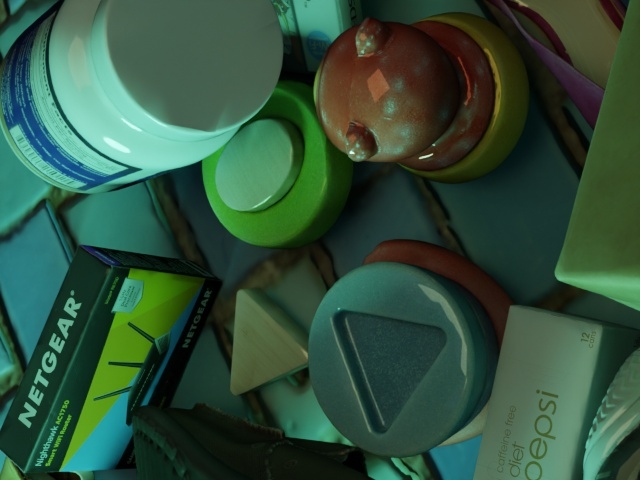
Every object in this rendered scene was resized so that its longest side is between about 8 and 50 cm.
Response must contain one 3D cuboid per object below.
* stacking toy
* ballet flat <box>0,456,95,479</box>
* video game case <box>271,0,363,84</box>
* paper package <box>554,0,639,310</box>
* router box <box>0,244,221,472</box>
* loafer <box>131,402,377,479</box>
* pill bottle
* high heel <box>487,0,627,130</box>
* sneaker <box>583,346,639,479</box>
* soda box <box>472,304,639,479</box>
[{"bbox_3d":[0.000,0.000,0.941,0.280,0.130,0.308,-4,90,36],"label":"stacking toy"},{"bbox_3d":[-0.187,0.229,1.090,0.232,0.080,0.073,24,114,34],"label":"ballet flat"},{"bbox_3d":[-0.095,-0.251,1.043,0.275,0.035,0.248,12,125,35],"label":"video game case"},{"bbox_3d":[0.307,-0.102,0.669,0.309,0.168,0.324,1,73,57],"label":"paper package"},{"bbox_3d":[-0.167,0.097,1.066,0.046,0.133,0.178,30,101,34],"label":"router box"},{"bbox_3d":[-0.027,0.201,0.945,0.366,0.130,0.133,19,114,58],"label":"loafer"},{"bbox_3d":[-0.137,-0.121,0.981,0.265,0.153,0.153,-8,78,63],"label":"pill bottle"},{"bbox_3d":[0.148,-0.160,0.851,0.082,0.117,0.244,-27,88,1],"label":"high heel"},{"bbox_3d":[0.240,0.251,0.764,0.210,0.137,0.365,11,87,37],"label":"sneaker"},{"bbox_3d":[0.147,0.155,0.880,0.069,0.074,0.216,12,90,34],"label":"soda box"}]
